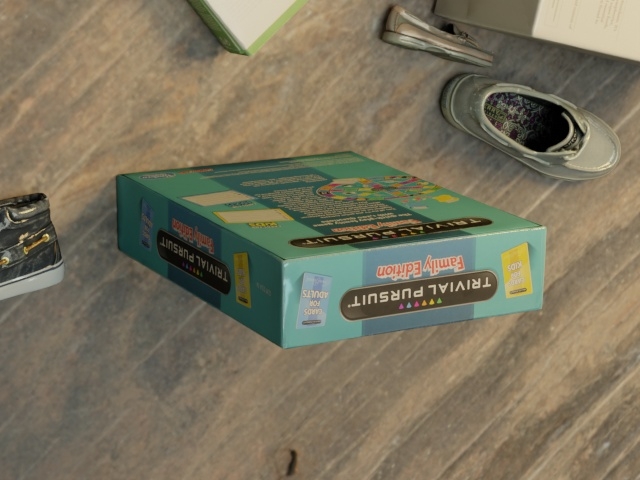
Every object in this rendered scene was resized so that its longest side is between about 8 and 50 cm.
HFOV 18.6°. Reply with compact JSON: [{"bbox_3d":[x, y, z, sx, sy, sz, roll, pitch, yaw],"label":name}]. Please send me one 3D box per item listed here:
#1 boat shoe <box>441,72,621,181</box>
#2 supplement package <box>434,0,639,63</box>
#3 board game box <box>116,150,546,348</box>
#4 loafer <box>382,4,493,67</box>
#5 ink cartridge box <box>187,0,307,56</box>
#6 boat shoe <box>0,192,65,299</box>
[{"bbox_3d":[0.229,-0.108,1.983,0.227,0.081,0.079,18,94,-32],"label":"boat shoe"},{"bbox_3d":[0.292,-0.268,1.920,0.293,0.175,0.178,9,97,-31],"label":"supplement package"},{"bbox_3d":[0.000,0.000,1.734,0.253,0.336,0.079,-7,107,-27],"label":"board game box"},{"bbox_3d":[0.120,-0.201,1.921,0.125,0.045,0.039,11,91,-29],"label":"loafer"},{"bbox_3d":[-0.082,-0.308,1.769,0.171,0.056,0.235,-46,117,-12],"label":"ink cartridge box"},{"bbox_3d":[-0.316,0.016,1.723,0.183,0.065,0.083,-20,111,-31],"label":"boat shoe"}]
